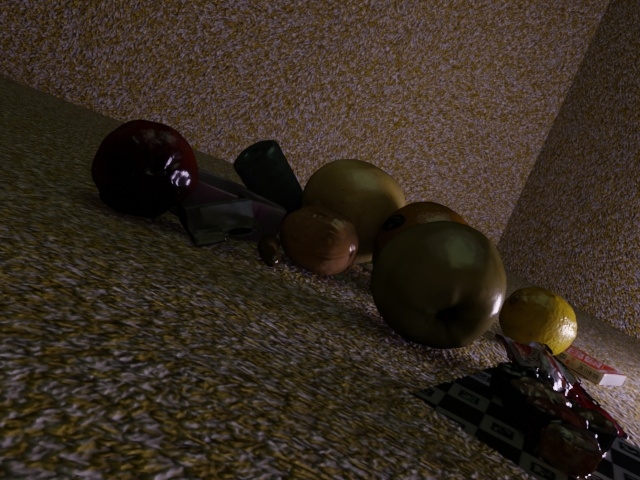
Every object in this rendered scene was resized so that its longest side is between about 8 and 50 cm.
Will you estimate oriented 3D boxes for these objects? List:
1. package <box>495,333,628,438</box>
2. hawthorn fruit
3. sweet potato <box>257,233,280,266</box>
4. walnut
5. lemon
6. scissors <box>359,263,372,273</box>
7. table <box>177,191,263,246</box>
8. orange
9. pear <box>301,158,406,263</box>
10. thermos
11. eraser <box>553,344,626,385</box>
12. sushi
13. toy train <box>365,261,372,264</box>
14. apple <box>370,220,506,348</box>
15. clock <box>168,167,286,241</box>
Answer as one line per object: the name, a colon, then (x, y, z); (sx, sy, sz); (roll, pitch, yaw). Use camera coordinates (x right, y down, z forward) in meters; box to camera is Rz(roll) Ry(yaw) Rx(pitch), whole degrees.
package: (0.455, 0.280, 1.136); (0.193, 0.071, 0.269); (6, 34, -26)
hawthorn fruit: (-0.375, -0.156, 1.240); (0.215, 0.215, 0.249); (18, 6, -28)
sweet potato: (-0.116, 0.019, 1.310); (0.053, 0.054, 0.182); (12, 12, -8)
walnut: (0.000, 0.000, 1.378); (0.197, 0.165, 0.165); (28, 10, 30)
lemon: (0.555, 0.207, 1.482); (0.180, 0.181, 0.193); (30, 12, 41)
scissors: (0.161, 0.102, 1.614); (0.110, 0.021, 0.212); (11, 14, -41)
table: (-0.219, -0.052, 1.253); (0.146, 0.063, 0.175); (-11, 21, -22)
orange: (0.262, 0.037, 1.449); (0.274, 0.275, 0.274); (22, 8, -3)
pear: (0.098, -0.082, 1.642); (0.309, 0.310, 0.309); (22, 8, -3)
thermos: (-0.131, -0.154, 1.725); (0.182, 0.144, 0.287); (-92, 158, -53)
eraser: (0.688, 0.319, 1.575); (0.157, 0.038, 0.230); (14, 13, -42)
sushi: (0.355, 0.261, 0.880); (0.320, 0.069, 0.339); (29, 15, 37)
toy train: (0.187, 0.025, 1.896); (0.160, 0.101, 0.296); (22, 8, -13)
apple: (0.231, 0.091, 1.148); (0.262, 0.263, 0.262); (22, 8, -3)
clock: (-0.262, -0.099, 1.507); (0.338, 0.102, 0.338); (23, 8, -3)
